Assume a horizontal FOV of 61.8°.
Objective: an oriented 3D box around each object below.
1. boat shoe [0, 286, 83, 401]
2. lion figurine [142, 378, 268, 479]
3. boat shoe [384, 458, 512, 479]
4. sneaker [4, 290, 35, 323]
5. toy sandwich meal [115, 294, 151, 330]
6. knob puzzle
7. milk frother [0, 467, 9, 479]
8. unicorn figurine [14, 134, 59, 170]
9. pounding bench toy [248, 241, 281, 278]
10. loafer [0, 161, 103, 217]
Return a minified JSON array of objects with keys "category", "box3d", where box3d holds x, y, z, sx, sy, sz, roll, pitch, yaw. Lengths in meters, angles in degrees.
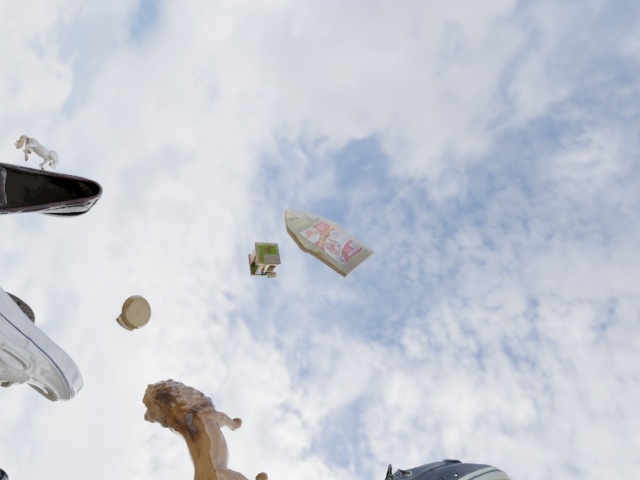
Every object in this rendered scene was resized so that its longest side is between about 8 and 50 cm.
[{"category":"boat shoe","box3d":[-0.406,0.141,0.680,0.096,0.088,0.268,6,-45,22]},{"category":"lion figurine","box3d":[-0.248,0.474,1.181,0.142,0.240,0.392,-46,-134,-3]},{"category":"boat shoe","box3d":[0.178,0.563,1.092,0.156,0.499,0.187,-4,-91,62]},{"category":"sneaker","box3d":[-0.580,0.116,0.890,0.071,0.188,0.066,-36,-135,28]},{"category":"toy sandwich meal","box3d":[-0.422,0.166,1.212,0.029,0.085,0.086,-12,-97,36]},{"category":"knob puzzle","box3d":[0.000,0.000,1.093,0.213,0.213,0.030,44,-62,27]},{"category":"milk frother","box3d":[-0.639,0.472,0.926,0.129,0.135,0.143,21,-54,-9]},{"category":"unicorn figurine","box3d":[-0.824,-0.253,1.587,0.060,0.162,0.111,-24,-138,3]},{"category":"pounding bench toy","box3d":[-0.120,0.056,1.148,0.065,0.052,0.083,127,-41,-51]},{"category":"loafer","box3d":[-0.529,-0.092,0.918,0.095,0.302,0.109,-13,-98,43]}]
